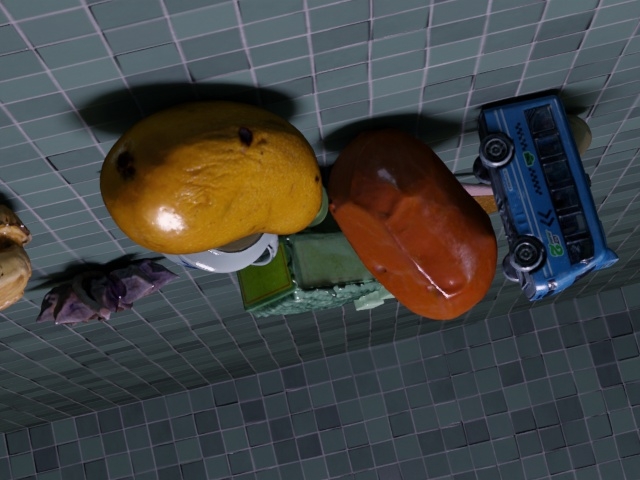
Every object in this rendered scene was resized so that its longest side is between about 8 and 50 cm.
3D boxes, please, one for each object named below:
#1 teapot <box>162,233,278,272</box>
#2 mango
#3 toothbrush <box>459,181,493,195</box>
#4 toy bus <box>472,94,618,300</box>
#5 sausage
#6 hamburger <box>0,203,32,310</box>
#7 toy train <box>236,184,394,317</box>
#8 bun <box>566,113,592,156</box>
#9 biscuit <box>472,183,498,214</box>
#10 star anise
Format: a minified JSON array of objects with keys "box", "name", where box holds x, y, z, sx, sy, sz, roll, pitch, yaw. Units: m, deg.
[{"box":[-0.144,-0.033,1.658,0.232,0.159,0.159,30,145,-27],"name":"teapot"},{"box":[-0.114,-0.069,1.507,0.295,0.120,0.177,-4,123,-51],"name":"mango"},{"box":[0.230,-0.076,2.071,0.307,0.025,0.029,0,166,-26],"name":"toothbrush"},{"box":[0.281,-0.055,1.768,0.134,0.246,0.113,-16,170,-1],"name":"toy bus"},{"box":[0.115,-0.021,1.745,0.153,0.268,0.141,-12,-147,52],"name":"sausage"},{"box":[-0.416,0.017,1.685,0.131,0.124,0.262,-29,177,-17],"name":"hamburger"},{"box":[0.000,0.000,1.848,0.272,0.188,0.159,-6,167,-39],"name":"toy train"},{"box":[0.321,-0.139,1.861,0.086,0.086,0.055,-18,127,21],"name":"bun"},{"box":[0.282,-0.073,2.194,0.231,0.025,0.131,-20,163,30],"name":"biscuit"},{"box":[-0.328,0.081,2.107,0.230,0.081,0.262,-13,179,0],"name":"star anise"}]
